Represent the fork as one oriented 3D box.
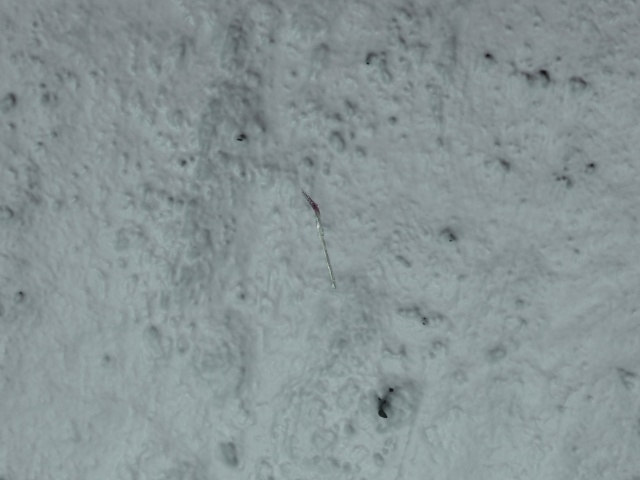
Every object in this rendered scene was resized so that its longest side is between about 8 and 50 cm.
[{"bbox_3d":[0.001,0.000,1.483,0.012,0.016,0.115,-16,93,23],"label":"fork"}]
